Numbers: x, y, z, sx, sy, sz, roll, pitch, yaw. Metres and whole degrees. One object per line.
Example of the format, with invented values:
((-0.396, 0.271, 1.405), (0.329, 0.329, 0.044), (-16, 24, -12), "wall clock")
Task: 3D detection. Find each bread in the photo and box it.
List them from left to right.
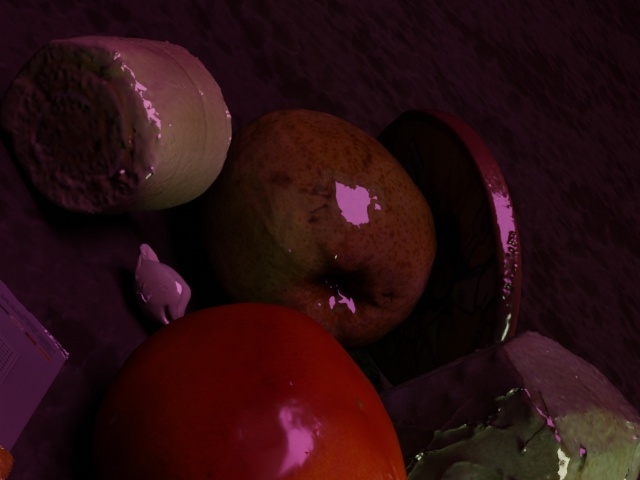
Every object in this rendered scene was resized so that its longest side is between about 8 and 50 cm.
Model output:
((-0.163, -0.095, 1.486), (0.148, 0.134, 0.141), (47, 21, 14), "bread")

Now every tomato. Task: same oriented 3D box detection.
((-0.040, 0.164, 1.323), (0.260, 0.180, 0.260), (45, 24, -27), "tomato")

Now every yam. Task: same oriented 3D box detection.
((0.118, 0.188, 1.482), (0.201, 0.271, 0.202), (60, 30, 8), "yam")

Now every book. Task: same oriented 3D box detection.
((-0.242, 0.079, 1.253), (0.127, 0.014, 0.182), (49, 24, -13), "book")

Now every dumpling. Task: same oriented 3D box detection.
((-0.127, 0.044, 1.488), (0.077, 0.043, 0.059), (42, 5, 9), "dumpling")

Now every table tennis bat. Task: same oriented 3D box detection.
((0.079, -0.011, 1.737), (0.051, 0.268, 0.415), (0, 27, -26), "table tennis bat")

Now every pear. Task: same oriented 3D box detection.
((0.000, 0.000, 1.596), (0.228, 0.188, 0.211), (45, 22, -28), "pear")

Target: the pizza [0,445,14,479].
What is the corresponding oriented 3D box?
((-0.247, 0.145, 1.117), (0.134, 0.046, 0.175), (25, 38, -48), "pizza")
